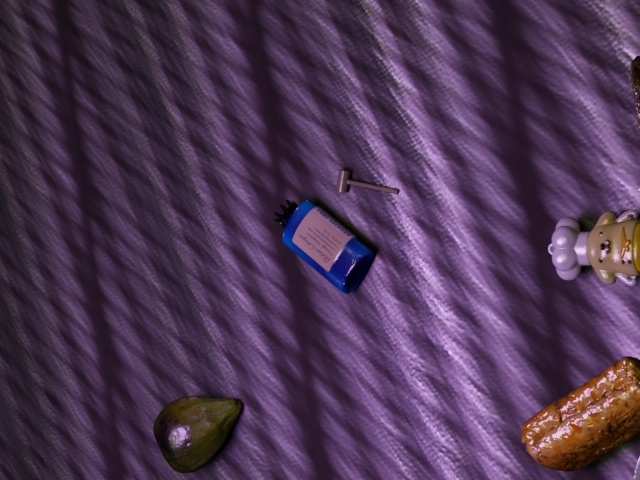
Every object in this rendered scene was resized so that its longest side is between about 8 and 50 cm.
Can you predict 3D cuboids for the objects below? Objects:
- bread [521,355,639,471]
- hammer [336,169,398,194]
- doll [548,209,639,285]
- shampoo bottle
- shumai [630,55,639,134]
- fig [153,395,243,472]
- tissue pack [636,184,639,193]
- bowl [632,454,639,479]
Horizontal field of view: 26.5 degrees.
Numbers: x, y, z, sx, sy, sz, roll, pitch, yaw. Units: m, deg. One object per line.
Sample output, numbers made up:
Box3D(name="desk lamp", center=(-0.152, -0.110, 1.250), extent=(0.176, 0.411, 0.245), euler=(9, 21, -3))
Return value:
Box3D(name="bread", center=(0.382, 0.240, 1.866), extent=(0.211, 0.114, 0.083), euler=(-42, 51, 28))
Box3D(name="hammer", center=(0.075, -0.085, 2.143), extent=(0.110, 0.019, 0.035), euler=(13, 97, 29))
Box3D(name="doll", center=(0.392, 0.011, 1.889), extent=(0.162, 0.062, 0.106), euler=(-2, 84, 36))
Box3D(name="shampoo bottle", center=(0.000, 0.000, 2.171), extent=(0.183, 0.050, 0.087), euler=(40, 114, 29))
Box3D(name="shumai", center=(0.466, -0.194, 1.830), extent=(0.087, 0.099, 0.124), euler=(-9, 86, 18))
Box3D(name="fig", center=(-0.203, 0.313, 2.291), extent=(0.156, 0.123, 0.123), euler=(-30, 67, -10))
Box3D(name="tissue pack", center=(0.499, -0.104, 1.788), extent=(0.060, 0.108, 0.148), euler=(45, 113, 29))
Box3D(name="bowl", center=(0.565, 0.336, 1.712), extent=(0.313, 0.146, 0.313), euler=(0, 90, 38))
